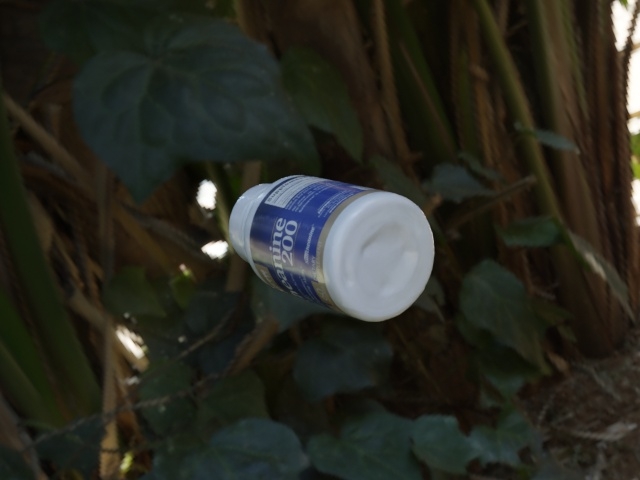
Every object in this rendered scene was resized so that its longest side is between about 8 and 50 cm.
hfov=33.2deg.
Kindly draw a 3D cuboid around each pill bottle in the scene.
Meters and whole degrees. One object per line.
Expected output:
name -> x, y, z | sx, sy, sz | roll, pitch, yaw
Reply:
pill bottle -> 0.000, 0.000, 0.583 | 0.067, 0.067, 0.120 | -39, 28, -22
